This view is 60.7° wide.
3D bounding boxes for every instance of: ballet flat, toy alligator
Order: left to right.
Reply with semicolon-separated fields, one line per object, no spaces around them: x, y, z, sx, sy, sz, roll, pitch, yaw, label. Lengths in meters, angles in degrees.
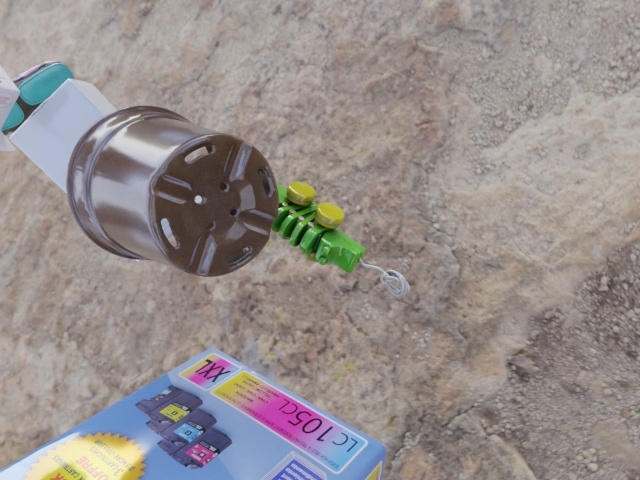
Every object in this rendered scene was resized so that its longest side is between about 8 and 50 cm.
-0.488;-0.216;0.862;0.079;0.077;0.221;-8;32;41;ballet flat
0.000;0.000;0.529;0.189;0.051;0.056;39;129;23;toy alligator

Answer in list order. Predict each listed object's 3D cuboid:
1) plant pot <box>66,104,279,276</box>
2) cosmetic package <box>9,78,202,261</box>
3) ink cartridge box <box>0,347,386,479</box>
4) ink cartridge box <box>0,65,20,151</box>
-0.135;-0.045;0.528;0.165;0.167;0.167;17;87;49;plant pot
-0.283;-0.094;0.750;0.117;0.085;0.231;-40;102;6;cosmetic package
-0.156;0.289;0.501;0.270;0.395;0.151;19;120;32;ink cartridge box
-0.411;-0.181;0.595;0.181;0.104;0.061;48;113;15;ink cartridge box
